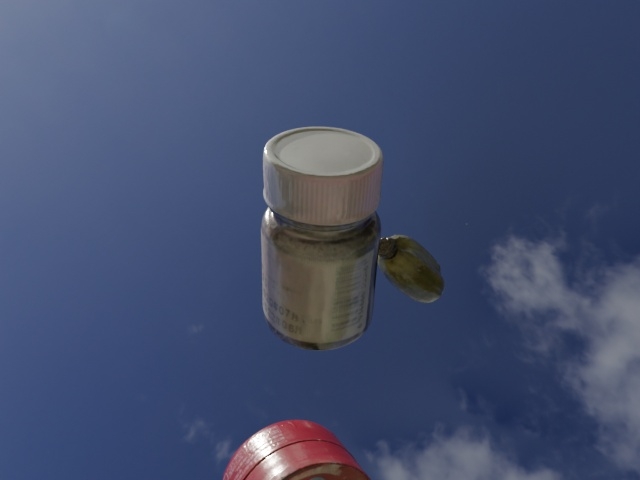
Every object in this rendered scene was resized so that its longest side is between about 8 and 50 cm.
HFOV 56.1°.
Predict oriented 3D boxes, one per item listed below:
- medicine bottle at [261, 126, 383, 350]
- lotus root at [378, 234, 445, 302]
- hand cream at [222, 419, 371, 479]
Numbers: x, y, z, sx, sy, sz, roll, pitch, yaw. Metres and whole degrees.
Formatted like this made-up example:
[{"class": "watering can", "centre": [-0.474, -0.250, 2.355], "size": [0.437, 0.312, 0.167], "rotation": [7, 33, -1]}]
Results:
[{"class": "medicine bottle", "centre": [0.000, 0.000, 0.814], "size": [0.165, 0.165, 0.274], "rotation": [11, -56, 13]}, {"class": "lotus root", "centre": [0.150, 0.045, 1.044], "size": [0.077, 0.183, 0.090], "rotation": [-33, -135, 24]}, {"class": "hand cream", "centre": [-0.035, 0.401, 0.915], "size": [0.230, 0.149, 0.231], "rotation": [-5, -77, -24]}]
